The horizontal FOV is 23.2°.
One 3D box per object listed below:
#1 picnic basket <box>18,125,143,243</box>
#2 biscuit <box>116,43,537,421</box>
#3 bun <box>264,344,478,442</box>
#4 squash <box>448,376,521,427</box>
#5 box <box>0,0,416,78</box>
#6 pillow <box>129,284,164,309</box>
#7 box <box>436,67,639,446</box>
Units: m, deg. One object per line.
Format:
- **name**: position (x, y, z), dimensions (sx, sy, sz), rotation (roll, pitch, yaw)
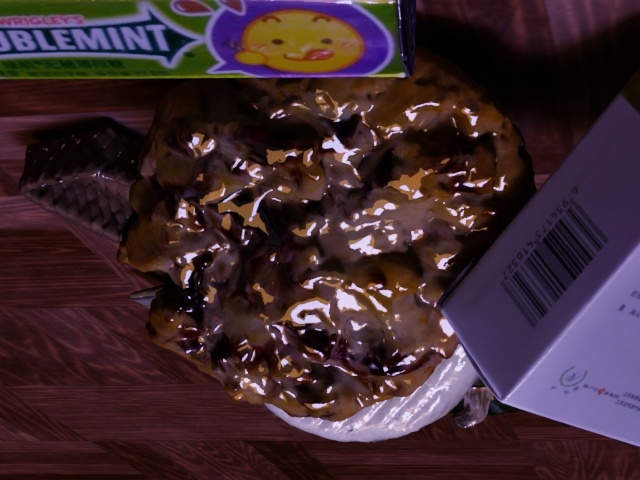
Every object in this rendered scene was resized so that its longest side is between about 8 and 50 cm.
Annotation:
- **picnic basket**: position (-0.162, -0.042, 1.338), dimensions (0.110, 0.055, 0.193), rotation (-11, 155, 31)
- **biscuit**: position (-0.004, -0.002, 1.139), dimensions (0.289, 0.081, 0.334), rotation (25, 121, -7)
- **bun**: position (0.037, 0.029, 1.286), dimensions (0.259, 0.160, 0.259), rotation (6, 120, 11)
- **squash**: position (0.145, 0.079, 1.452), dimensions (0.218, 0.172, 0.218), rotation (-21, 153, -12)
- **box**: position (-0.117, -0.153, 0.962), dimensions (0.345, 0.097, 0.134), rotation (1, 158, 7)
- **pillow**: position (-0.059, 0.077, 1.652), dimensions (0.208, 0.052, 0.212), rotation (-10, 157, 24)
- **box**: position (0.256, -0.001, 1.088), dimensions (0.200, 0.106, 0.299), rotation (20, 117, -39)
